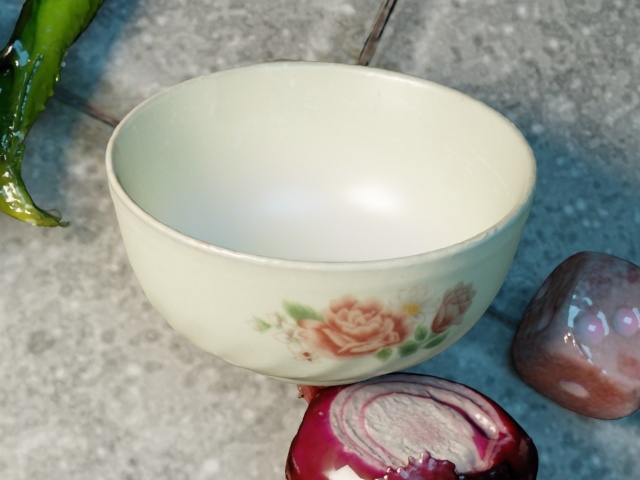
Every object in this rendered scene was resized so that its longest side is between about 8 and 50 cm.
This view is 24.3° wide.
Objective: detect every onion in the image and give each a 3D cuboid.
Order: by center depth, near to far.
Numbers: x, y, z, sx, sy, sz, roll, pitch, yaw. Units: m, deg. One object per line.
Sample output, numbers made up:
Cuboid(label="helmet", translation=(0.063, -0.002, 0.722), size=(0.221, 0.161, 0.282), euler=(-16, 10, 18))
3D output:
Cuboid(label="onion", translation=(0.042, 0.155, 0.991), size=(0.173, 0.198, 0.135), euler=(0, 113, -33))

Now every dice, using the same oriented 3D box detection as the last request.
Cuboid(label="dice", translation=(0.199, 0.069, 1.072), size=(0.093, 0.094, 0.091), euler=(32, 65, -6))

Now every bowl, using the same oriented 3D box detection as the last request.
Cuboid(label="bowl", translation=(0.000, 0.000, 0.977), size=(0.277, 0.145, 0.277), euler=(1, 29, 0))

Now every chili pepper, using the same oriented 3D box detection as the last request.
Cuboid(label="chili pepper", translation=(-0.165, -0.174, 1.054), size=(0.085, 0.076, 0.359), euler=(38, 62, -41))
